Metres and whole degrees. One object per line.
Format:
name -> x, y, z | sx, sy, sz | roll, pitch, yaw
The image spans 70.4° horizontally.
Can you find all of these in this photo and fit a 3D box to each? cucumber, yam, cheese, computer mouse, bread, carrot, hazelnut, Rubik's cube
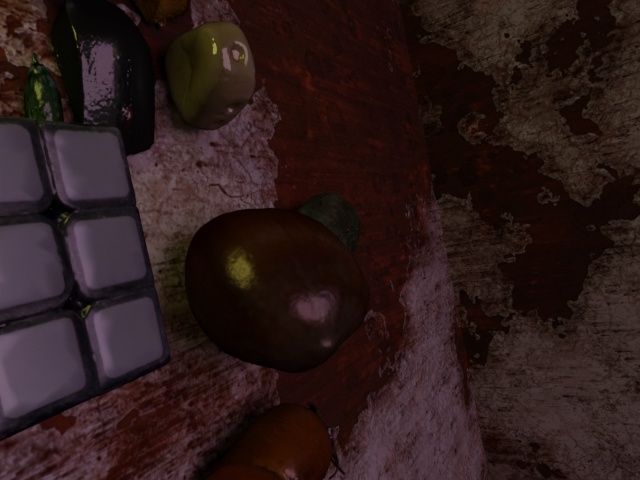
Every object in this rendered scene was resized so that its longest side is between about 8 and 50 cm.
cucumber -> -0.440, -0.182, 0.729 | 0.056, 0.056, 0.250 | -1, 84, -57
yam -> 0.005, -0.001, 1.243 | 0.271, 0.201, 0.202 | -71, 178, -58
cheese -> -0.242, -0.353, 0.959 | 0.117, 0.235, 0.218 | -12, 51, -49
computer mouse -> -0.377, -0.304, 0.833 | 0.168, 0.087, 0.295 | -18, 98, -61
bread -> -0.347, -0.576, 0.928 | 0.143, 0.139, 0.229 | -54, 125, -39
carrot -> -0.075, 0.460, 0.971 | 0.331, 0.214, 0.193 | -32, 110, -59
hazelnut -> -0.090, 0.097, 0.926 | 0.366, 0.366, 0.366 | 23, 62, -53
Rubik's cube -> -0.399, 0.047, 0.494 | 0.301, 0.305, 0.304 | -13, 91, -58
